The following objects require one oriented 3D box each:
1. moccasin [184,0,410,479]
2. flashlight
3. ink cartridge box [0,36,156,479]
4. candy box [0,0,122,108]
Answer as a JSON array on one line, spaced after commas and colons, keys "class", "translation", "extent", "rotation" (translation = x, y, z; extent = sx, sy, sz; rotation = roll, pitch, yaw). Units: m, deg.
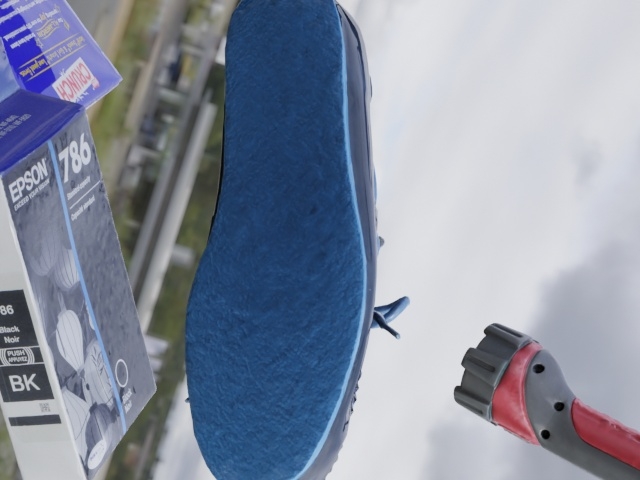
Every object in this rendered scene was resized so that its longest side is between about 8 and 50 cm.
[{"class": "moccasin", "translation": [0.000, 0.000, 1.003], "extent": [0.117, 0.138, 0.342], "rotation": [44, 51, -63]}, {"class": "flashlight", "translation": [0.283, 0.185, 1.542], "extent": [0.103, 0.304, 0.103], "rotation": [-45, 146, -33]}, {"class": "ink cartridge box", "translation": [-0.219, 0.013, 1.233], "extent": [0.165, 0.065, 0.332], "rotation": [-58, 138, -62]}, {"class": "candy box", "translation": [-0.388, -0.246, 1.712], "extent": [0.122, 0.317, 0.268], "rotation": [-33, -171, 19]}]
